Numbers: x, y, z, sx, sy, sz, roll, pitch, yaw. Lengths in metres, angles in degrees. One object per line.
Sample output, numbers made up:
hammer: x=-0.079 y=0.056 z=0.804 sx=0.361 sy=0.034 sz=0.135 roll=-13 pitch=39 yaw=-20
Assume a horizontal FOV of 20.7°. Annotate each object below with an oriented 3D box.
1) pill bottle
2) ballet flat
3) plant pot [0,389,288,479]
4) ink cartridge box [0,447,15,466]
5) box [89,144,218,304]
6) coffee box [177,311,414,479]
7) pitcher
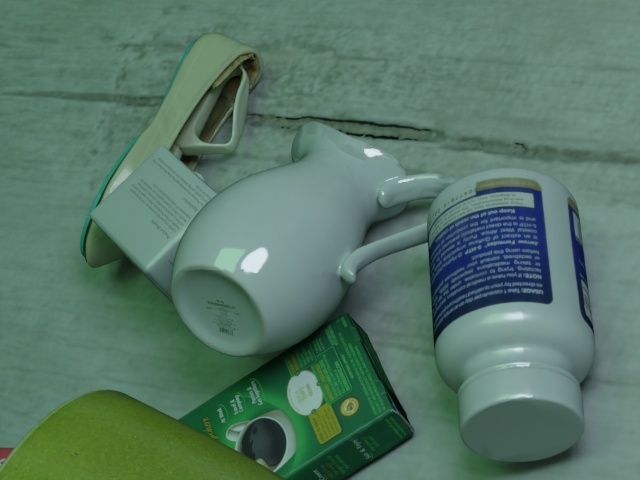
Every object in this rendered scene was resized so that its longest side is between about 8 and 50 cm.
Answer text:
pill bottle: x=0.133 y=0.053 z=1.218 sx=0.112 sy=0.112 sz=0.186 roll=-18 pitch=49 yaw=21
ballet flat: x=-0.120 y=-0.076 z=1.511 sx=0.086 sy=0.086 sz=0.248 roll=8 pitch=61 yaw=37
plant pot: x=-0.048 y=0.267 z=1.099 sx=0.293 sy=0.275 sz=0.275 roll=16 pitch=66 yaw=22
ink cartridge box: x=-0.265 y=0.222 z=1.316 sx=0.218 sy=0.158 sz=0.092 roll=-4 pitch=59 yaw=31
box: x=-0.112 y=-0.001 z=1.426 sx=0.087 sy=0.102 sz=0.101 roll=-44 pitch=46 yaw=-6
coffee box: x=-0.031 y=0.145 z=1.305 sx=0.184 sy=0.040 sz=0.113 roll=-34 pitch=43 yaw=6
pitcher: x=0.000 y=0.000 z=1.320 sx=0.178 sy=0.125 sz=0.207 roll=8 pitch=37 yaw=33
